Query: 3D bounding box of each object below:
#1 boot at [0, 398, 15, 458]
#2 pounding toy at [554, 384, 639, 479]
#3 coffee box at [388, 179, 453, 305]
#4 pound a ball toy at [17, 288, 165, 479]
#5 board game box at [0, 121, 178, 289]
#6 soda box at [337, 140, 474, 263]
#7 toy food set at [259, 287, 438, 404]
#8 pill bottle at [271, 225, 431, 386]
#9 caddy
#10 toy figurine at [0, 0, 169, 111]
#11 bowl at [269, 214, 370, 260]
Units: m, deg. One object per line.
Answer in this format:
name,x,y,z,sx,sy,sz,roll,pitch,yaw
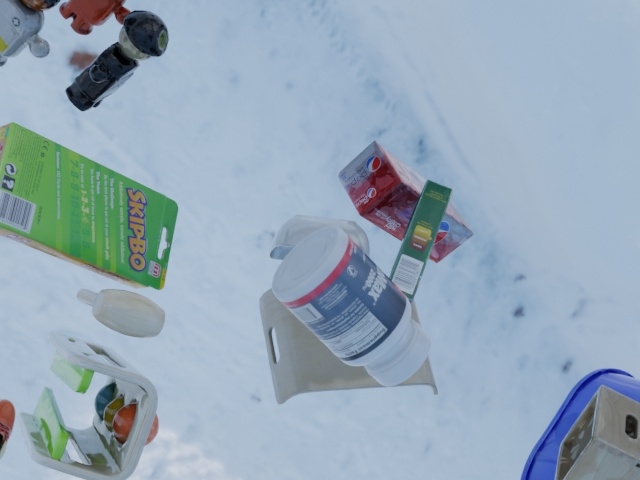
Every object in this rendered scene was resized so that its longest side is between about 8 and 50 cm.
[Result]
boot,-0.561,0.335,1.927,0.059,0.084,0.158,32,43,-21
pounding toy,0.360,0.248,1.336,0.130,0.100,0.141,-65,176,32
coffee box,0.117,0.024,1.425,0.113,0.040,0.184,105,6,-56
pound a ball toy,-0.251,0.161,1.312,0.135,0.319,0.208,21,84,-19
board game box,-0.282,-0.033,1.327,0.259,0.039,0.124,26,64,-40
soda box,0.136,-0.054,1.724,0.083,0.092,0.263,-39,146,16
toy food set,0.052,0.192,2.037,0.306,0.220,0.092,-2,147,-15
pill bottle,0.040,0.079,1.265,0.180,0.108,0.108,46,70,-22
caddy,0.450,0.364,1.754,0.341,0.179,0.241,-51,119,-22
toy figurine,-0.291,-0.281,1.274,0.148,0.213,0.209,-36,137,30
bowl,0.000,0.000,1.603,0.142,0.142,0.053,131,-34,-78
